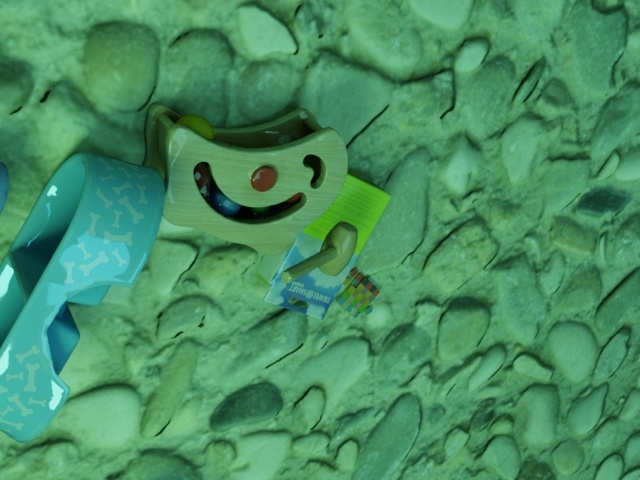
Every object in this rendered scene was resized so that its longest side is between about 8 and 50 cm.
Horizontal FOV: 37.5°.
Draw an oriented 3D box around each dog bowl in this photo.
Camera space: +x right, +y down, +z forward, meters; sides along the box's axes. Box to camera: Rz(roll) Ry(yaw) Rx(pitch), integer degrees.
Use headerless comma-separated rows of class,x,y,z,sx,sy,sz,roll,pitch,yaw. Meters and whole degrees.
dog bowl,-0.257,0.047,0.899,0.074,0.166,0.297,27,97,-32

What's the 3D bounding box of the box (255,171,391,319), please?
box,0.000,0.000,1.138,0.109,0.042,0.178,22,100,-41

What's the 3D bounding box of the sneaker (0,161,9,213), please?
sneaker,-0.377,0.008,0.833,0.232,0.081,0.090,-51,140,0

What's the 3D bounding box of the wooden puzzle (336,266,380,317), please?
wooden puzzle,0.050,0.073,1.242,0.049,0.006,0.083,-50,133,-3

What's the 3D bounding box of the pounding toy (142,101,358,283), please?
pounding toy,-0.046,-0.058,0.983,0.269,0.155,0.154,19,105,-36
